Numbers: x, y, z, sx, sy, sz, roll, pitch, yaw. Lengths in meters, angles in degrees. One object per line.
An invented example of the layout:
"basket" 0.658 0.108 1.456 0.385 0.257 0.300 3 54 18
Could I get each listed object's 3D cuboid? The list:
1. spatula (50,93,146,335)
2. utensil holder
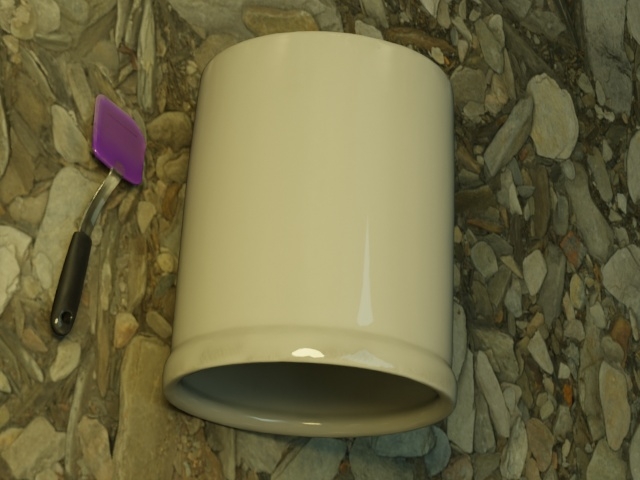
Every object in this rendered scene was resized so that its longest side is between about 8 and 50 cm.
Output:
"spatula" -0.250 -0.026 1.822 0.084 0.030 0.296 38 54 -38
"utensil holder" 0.000 0.000 1.874 0.327 0.327 0.386 24 62 -42
